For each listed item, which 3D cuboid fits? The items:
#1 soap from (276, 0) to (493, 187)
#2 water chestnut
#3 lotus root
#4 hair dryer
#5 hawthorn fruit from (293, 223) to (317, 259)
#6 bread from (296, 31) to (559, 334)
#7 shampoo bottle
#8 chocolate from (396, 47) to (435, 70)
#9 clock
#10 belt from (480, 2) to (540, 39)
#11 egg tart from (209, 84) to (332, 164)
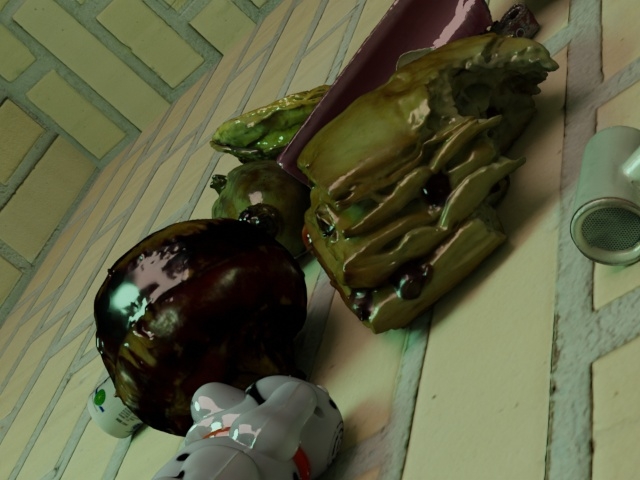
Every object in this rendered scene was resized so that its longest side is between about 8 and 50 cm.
[{"bbox_3d":[0.092,-0.223,1.588,0.359,0.128,0.233,-53,5,5],"label":"soap"},{"bbox_3d":[-0.126,0.119,1.354,0.300,0.300,0.300,-42,19,18],"label":"water chestnut"},{"bbox_3d":[-0.090,-0.031,1.677,0.173,0.173,0.309,-47,16,4],"label":"lotus root"},{"bbox_3d":[0.300,-0.096,0.942,0.236,0.073,0.131,-58,6,43],"label":"hair dryer"},{"bbox_3d":[0.000,0.000,1.527,0.067,0.067,0.103,-31,12,43],"label":"hawthorn fruit"},{"bbox_3d":[0.116,-0.097,1.274,0.370,0.191,0.314,-47,17,2],"label":"bread"},{"bbox_3d":[-0.221,0.172,1.657,0.303,0.092,0.092,-44,18,18],"label":"shampoo bottle"},{"bbox_3d":[0.134,-0.201,1.457,0.064,0.100,0.031,-15,-6,20],"label":"chocolate"},{"bbox_3d":[-0.069,0.228,1.098,0.189,0.189,0.254,-30,19,44],"label":"clock"},{"bbox_3d":[0.223,-0.228,1.512,0.232,0.053,0.071,-56,17,-22],"label":"belt"},{"bbox_3d":[-0.041,-0.175,1.839,0.297,0.132,0.297,-12,3,1],"label":"egg tart"}]
